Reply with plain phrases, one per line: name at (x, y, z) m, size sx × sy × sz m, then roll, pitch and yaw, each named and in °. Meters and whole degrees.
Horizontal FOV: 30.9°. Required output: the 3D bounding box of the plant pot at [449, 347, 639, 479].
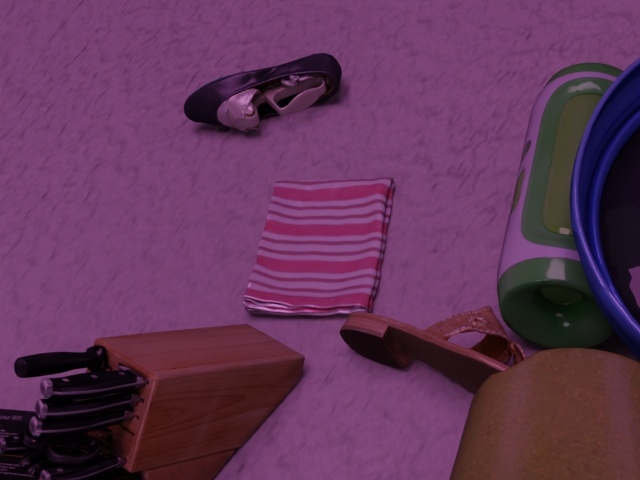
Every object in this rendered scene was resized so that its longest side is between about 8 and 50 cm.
plant pot at (0.191, 0.229, 0.869) m, size 0.276 × 0.276 × 0.254 m, roll -4°, pitch 36°, yaw 15°

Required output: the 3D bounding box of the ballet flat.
ballet flat at (-0.069, -0.176, 1.428) m, size 0.203 × 0.074 × 0.074 m, roll -17°, pitch 46°, yaw -1°

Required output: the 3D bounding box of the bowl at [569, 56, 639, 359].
bowl at (0.410, -0.017, 1.001) m, size 0.391 × 0.077 × 0.391 m, roll -2°, pitch 62°, yaw 3°

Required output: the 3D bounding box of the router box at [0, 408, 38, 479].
router box at (-0.335, 0.233, 1.157) m, size 0.178 × 0.046 × 0.133 m, roll 2°, pitch 49°, yaw 19°

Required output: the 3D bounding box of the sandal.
sandal at (0.134, 0.092, 1.105) m, size 0.240 × 0.088 × 0.079 m, roll 15°, pitch 61°, yaw 35°

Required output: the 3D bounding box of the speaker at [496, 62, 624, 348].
speaker at (0.257, -0.041, 1.159) m, size 0.131 × 0.131 × 0.297 m, roll 3°, pitch 50°, yaw 20°

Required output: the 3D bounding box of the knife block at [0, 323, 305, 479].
knife block at (-0.154, 0.129, 1.057) m, size 0.088 × 0.242 × 0.276 m, roll 26°, pitch 61°, yaw 34°

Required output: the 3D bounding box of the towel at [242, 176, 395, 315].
towel at (0.000, 0.000, 1.272) m, size 0.144 × 0.029 × 0.197 m, roll -1°, pitch 49°, yaw 16°
